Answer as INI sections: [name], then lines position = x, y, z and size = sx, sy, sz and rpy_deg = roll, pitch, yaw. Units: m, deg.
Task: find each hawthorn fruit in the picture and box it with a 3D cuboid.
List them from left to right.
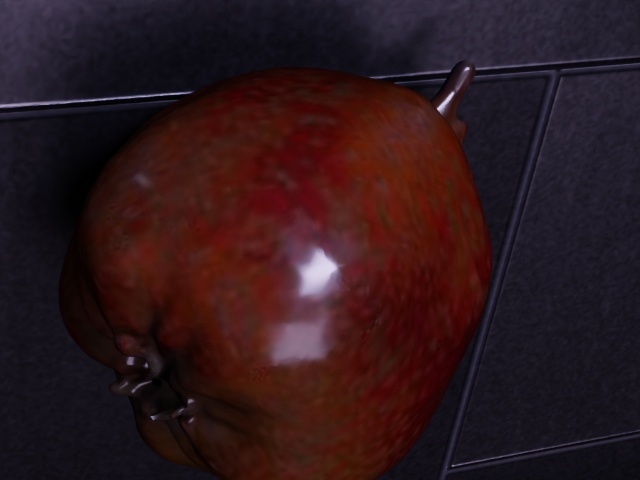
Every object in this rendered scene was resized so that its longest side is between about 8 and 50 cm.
[hawthorn fruit]
position = 0.000, 0.000, 0.699
size = 0.248, 0.208, 0.208
rpy_deg = -41, 139, -22
